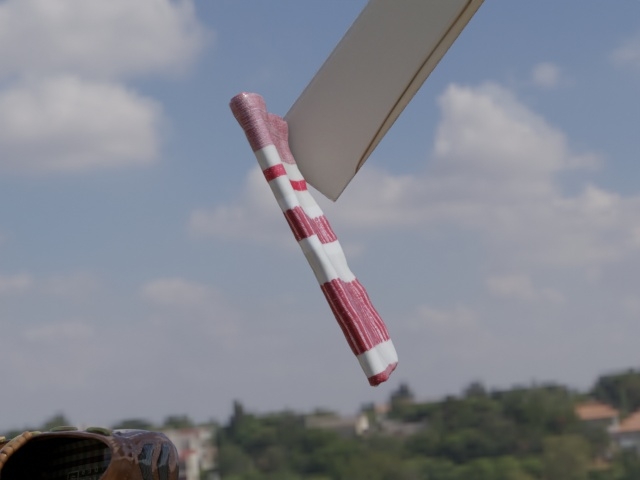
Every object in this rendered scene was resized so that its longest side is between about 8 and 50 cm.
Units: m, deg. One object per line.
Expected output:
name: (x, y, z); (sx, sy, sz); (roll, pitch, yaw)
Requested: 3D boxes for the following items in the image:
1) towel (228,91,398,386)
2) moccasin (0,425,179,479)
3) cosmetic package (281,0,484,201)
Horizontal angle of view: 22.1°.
towel: (0.000, 0.000, 1.765); (0.037, 0.329, 0.237); (-27, -4, 4)
moccasin: (-0.347, 0.291, 1.936); (0.380, 0.139, 0.147); (-9, -22, 37)
cosmetic package: (0.065, -0.206, 1.953); (0.113, 0.309, 0.160); (35, 9, -3)
